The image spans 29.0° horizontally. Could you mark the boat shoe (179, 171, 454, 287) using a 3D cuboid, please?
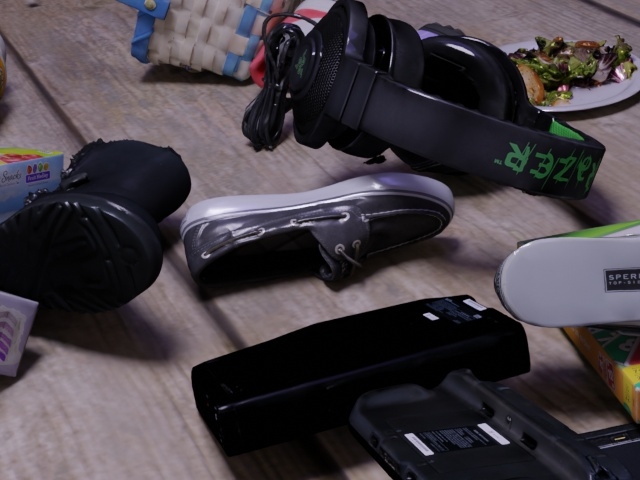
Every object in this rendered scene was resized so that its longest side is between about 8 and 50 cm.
[{"bbox_3d":[0.000,0.000,1.011,0.229,0.080,0.076,-3,52,-5],"label":"boat shoe"}]

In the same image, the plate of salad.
[{"bbox_3d":[0.249,-0.187,1.318,0.200,0.048,0.200,-5,29,3],"label":"plate of salad"}]

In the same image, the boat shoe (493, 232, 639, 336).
[{"bbox_3d":[0.225,0.027,0.819,0.219,0.077,0.070,4,-2,3],"label":"boat shoe"}]

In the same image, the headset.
[{"bbox_3d":[0.063,-0.106,1.102,0.243,0.185,0.394,8,19,-41],"label":"headset"}]

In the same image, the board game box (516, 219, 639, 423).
[{"bbox_3d":[0.238,0.045,0.911,0.124,0.039,0.259,-10,22,-7],"label":"board game box"}]

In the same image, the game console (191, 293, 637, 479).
[{"bbox_3d":[0.051,0.106,0.746,0.213,0.044,0.361,-14,13,-13],"label":"game console"}]

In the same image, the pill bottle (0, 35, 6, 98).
[{"bbox_3d":[-0.402,-0.165,1.319,0.118,0.117,0.208,-4,29,3],"label":"pill bottle"}]

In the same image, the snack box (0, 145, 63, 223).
[{"bbox_3d":[-0.365,-0.050,1.109,0.207,0.070,0.174,6,11,21],"label":"snack box"}]

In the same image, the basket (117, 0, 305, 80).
[{"bbox_3d":[-0.167,-0.316,1.432,0.289,0.201,0.255,30,36,3],"label":"basket"}]

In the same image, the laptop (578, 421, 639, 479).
[{"bbox_3d":[0.195,0.137,0.666,0.234,0.136,0.264,-10,30,-8],"label":"laptop"}]

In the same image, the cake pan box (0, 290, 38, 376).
[{"bbox_3d":[-0.375,0.024,0.889,0.267,0.070,0.246,14,-4,33],"label":"cake pan box"}]

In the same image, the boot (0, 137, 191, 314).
[{"bbox_3d":[-0.171,-0.025,1.008,0.246,0.094,0.207,-13,21,41],"label":"boot"}]

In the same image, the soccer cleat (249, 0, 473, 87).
[{"bbox_3d":[0.060,-0.168,1.281,0.318,0.108,0.116,26,61,41],"label":"soccer cleat"}]
